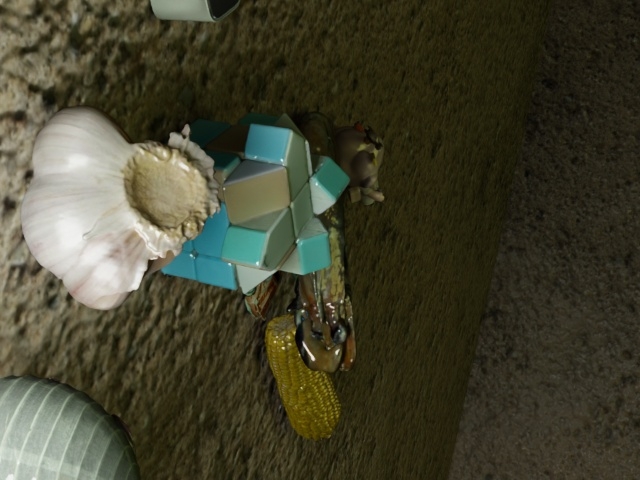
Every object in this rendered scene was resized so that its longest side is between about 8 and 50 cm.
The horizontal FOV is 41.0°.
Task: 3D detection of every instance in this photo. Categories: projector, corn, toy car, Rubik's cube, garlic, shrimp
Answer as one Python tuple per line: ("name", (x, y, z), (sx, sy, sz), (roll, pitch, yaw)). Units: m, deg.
("projector", (-0.154, -0.316, 1.043), (0.083, 0.082, 0.083), (-55, 145, -46))
("corn", (-0.029, 0.249, 1.536), (0.305, 0.106, 0.106), (76, 32, -42))
("toy car", (-0.090, 0.070, 1.409), (0.122, 0.035, 0.059), (-64, 150, -32))
("Rubik's cube", (-0.091, -0.038, 1.133), (0.224, 0.212, 0.265), (-51, 146, -51))
("garlic", (-0.192, -0.052, 0.924), (0.257, 0.207, 0.207), (-52, 145, -61))
("shrimp", (0.000, 0.000, 1.448), (0.221, 0.109, 0.446), (49, 38, -76))

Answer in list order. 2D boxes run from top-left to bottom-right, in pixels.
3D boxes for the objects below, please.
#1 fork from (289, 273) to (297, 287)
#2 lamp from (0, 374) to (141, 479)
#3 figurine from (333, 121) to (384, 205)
("fork", (-0.058, 0.036, 1.473), (0.021, 0.039, 0.235), (-44, 146, -20))
("lamp", (-0.274, 0.253, 0.799), (0.233, 0.233, 0.265), (-22, 125, -64))
("figurine", (0.069, -0.144, 1.613), (0.229, 0.111, 0.137), (72, 5, -60))
